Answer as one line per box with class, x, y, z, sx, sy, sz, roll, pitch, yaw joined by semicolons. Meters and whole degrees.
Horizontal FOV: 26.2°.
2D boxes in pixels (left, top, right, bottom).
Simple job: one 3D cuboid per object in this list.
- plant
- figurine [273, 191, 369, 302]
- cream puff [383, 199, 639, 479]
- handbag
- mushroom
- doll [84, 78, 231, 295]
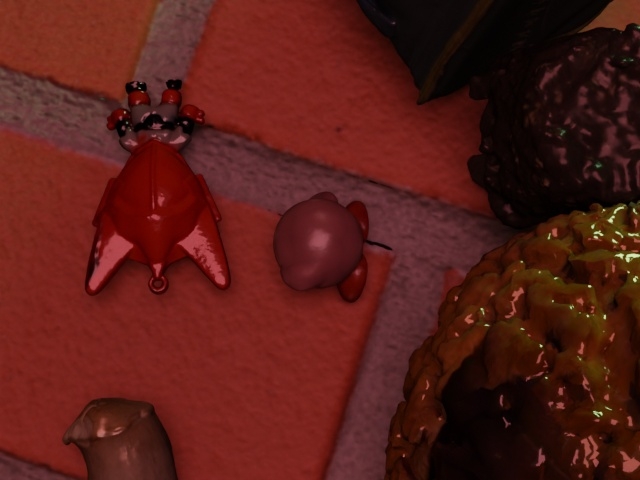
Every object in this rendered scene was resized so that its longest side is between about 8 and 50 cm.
plant;0.179;-0.078;0.980;0.142;0.203;0.131;-11;84;-12
figurine;0.000;0.000;1.032;0.071;0.067;0.083;8;62;-17
cream puff;0.181;0.143;0.865;0.231;0.343;0.327;-3;68;-37
handbag;0.110;-0.267;0.985;0.222;0.263;0.241;-28;81;-22
mushroom;-0.110;0.241;0.973;0.099;0.096;0.278;-21;75;-4
doll;-0.125;-0.042;1.046;0.109;0.057;0.169;-2;79;-2
